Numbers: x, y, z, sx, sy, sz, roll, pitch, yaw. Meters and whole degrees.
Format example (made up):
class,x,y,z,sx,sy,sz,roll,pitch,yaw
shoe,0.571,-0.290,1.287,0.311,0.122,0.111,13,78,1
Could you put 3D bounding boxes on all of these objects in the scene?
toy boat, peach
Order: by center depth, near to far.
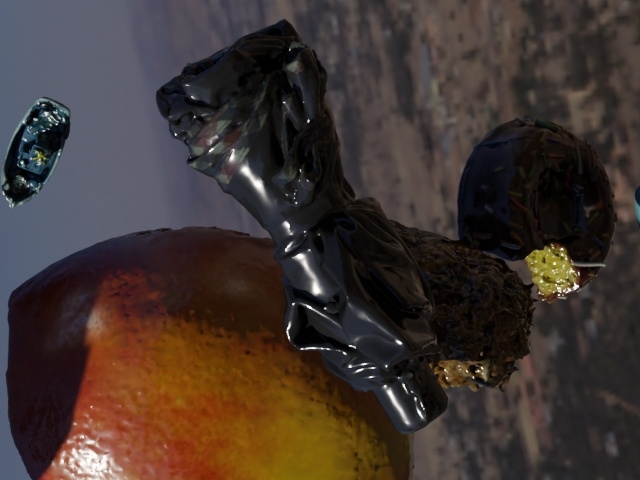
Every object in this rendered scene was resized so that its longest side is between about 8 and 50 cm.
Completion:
class,x,y,z,sx,sy,sz,roll,pitch,yaw
peach,-0.098,0.155,1.345,0.242,0.380,0.306,-88,6,-54
toy boat,-0.331,-0.101,1.743,0.137,0.060,0.061,-60,18,18

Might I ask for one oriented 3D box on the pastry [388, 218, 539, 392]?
class,x,y,z,sx,sy,sz,roll,pitch,yaw
pastry,0.109,0.090,1.666,0.275,0.275,0.193,-120,51,-73

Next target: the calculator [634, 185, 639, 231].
class,x,y,z,sx,sy,sz,roll,pitch,yaw
calculator,0.499,0.015,1.715,0.386,0.256,0.054,47,-128,-52

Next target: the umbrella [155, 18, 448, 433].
class,x,y,z,sx,sy,sz,roll,pitch,yaw
umbrella,0.000,-0.001,0.944,0.122,0.110,0.272,-21,99,52

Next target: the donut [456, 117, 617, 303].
class,x,y,z,sx,sy,sz,roll,pitch,yaw
donut,0.276,-0.042,1.840,0.096,0.230,0.216,-9,47,53
